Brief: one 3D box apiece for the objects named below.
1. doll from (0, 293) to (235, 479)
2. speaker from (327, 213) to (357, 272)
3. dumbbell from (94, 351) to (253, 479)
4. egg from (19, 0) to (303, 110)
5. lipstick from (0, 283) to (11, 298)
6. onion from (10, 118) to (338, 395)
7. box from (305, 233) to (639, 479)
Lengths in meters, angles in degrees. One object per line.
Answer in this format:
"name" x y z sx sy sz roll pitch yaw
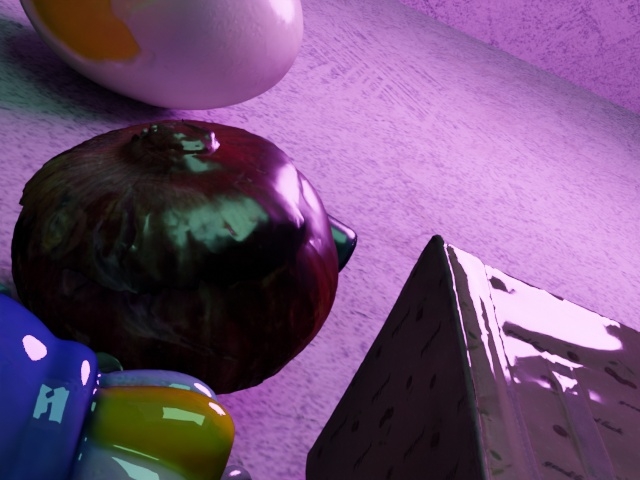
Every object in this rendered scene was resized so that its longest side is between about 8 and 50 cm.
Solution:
"doll" -0.233 0.112 0.391 0.376 0.187 0.365 48 36 2
"speaker" 0.003 -0.005 0.970 0.075 0.060 0.094 32 24 4
"dumbbell" -0.113 0.135 0.555 0.254 0.082 0.081 38 26 18
"egg" -0.181 -0.298 1.086 0.345 0.283 0.283 33 22 -21
"lipstick" -0.295 0.012 0.640 0.158 0.048 0.048 32 25 8
"onion" -0.107 0.002 0.691 0.246 0.190 0.246 7 33 -5
"box" 0.106 0.185 0.517 0.190 0.225 0.297 24 26 -10
